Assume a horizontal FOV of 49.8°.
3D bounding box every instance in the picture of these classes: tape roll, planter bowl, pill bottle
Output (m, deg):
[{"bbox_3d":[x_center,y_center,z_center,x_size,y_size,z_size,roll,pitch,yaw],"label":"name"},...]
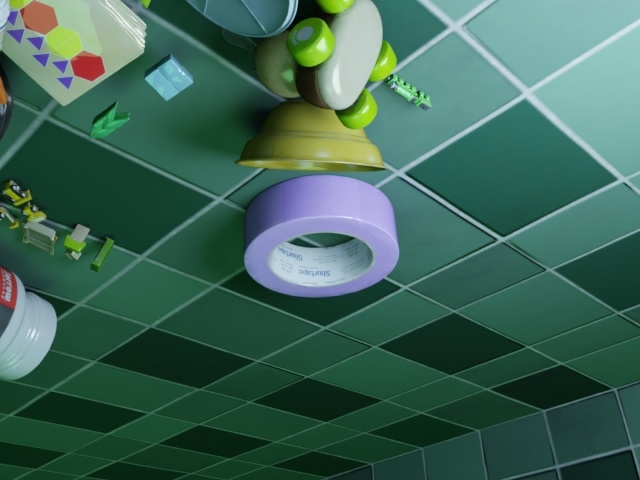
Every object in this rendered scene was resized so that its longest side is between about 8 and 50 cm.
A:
[{"bbox_3d":[0.000,0.000,1.239,0.274,0.090,0.275,-2,148,-1],"label":"tape roll"},{"bbox_3d":[-0.011,-0.148,0.973,0.217,0.090,0.217,3,-177,0],"label":"planter bowl"},{"bbox_3d":[-0.673,0.113,1.239,0.210,0.210,0.363,-18,145,21],"label":"pill bottle"}]

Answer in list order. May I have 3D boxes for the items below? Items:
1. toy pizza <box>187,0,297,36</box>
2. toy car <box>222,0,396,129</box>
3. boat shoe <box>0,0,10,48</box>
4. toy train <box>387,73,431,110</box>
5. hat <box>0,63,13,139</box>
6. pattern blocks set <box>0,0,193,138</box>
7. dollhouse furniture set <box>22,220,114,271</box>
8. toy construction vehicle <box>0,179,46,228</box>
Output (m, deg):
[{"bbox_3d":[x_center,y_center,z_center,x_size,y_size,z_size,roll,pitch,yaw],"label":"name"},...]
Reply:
[{"bbox_3d":[-0.105,-0.305,0.737,0.201,0.032,0.201,28,157,14],"label":"toy pizza"},{"bbox_3d":[-0.027,-0.237,0.870,0.188,0.149,0.155,10,159,33],"label":"toy car"},{"bbox_3d":[-0.481,-0.232,0.699,0.302,0.109,0.094,2,132,-25],"label":"boat shoe"},{"bbox_3d":[0.127,-0.210,0.984,0.083,0.024,0.017,22,139,-34],"label":"toy train"},{"bbox_3d":[-0.560,-0.164,0.832,0.134,0.331,0.331,22,164,36],"label":"hat"},{"bbox_3d":[-0.317,-0.261,0.816,0.285,0.026,0.325,-23,135,8],"label":"pattern blocks set"},{"bbox_3d":[-0.458,-0.004,1.250,0.151,0.059,0.076,26,149,-8],"label":"dollhouse furniture set"},{"bbox_3d":[-0.517,-0.059,1.156,0.086,0.035,0.098,-23,147,9],"label":"toy construction vehicle"}]
